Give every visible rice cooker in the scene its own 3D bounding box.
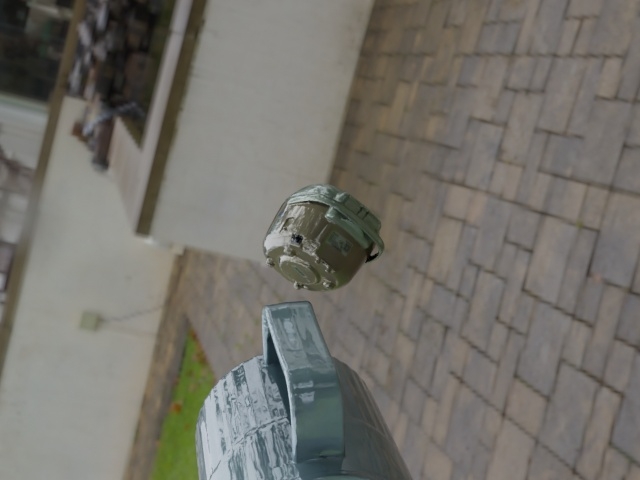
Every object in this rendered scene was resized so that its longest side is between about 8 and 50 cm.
[{"bbox_3d":[0.000,0.000,1.661,0.127,0.145,0.206,-56,17,-18],"label":"rice cooker"}]

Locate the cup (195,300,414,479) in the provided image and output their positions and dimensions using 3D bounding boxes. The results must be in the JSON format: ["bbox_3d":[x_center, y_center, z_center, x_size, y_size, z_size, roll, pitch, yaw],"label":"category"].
[{"bbox_3d":[-0.035,0.277,1.373,0.257,0.331,0.311,-32,25,3],"label":"cup"}]
